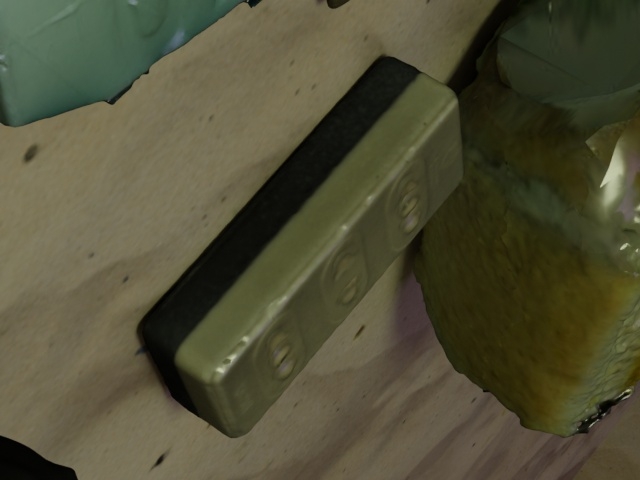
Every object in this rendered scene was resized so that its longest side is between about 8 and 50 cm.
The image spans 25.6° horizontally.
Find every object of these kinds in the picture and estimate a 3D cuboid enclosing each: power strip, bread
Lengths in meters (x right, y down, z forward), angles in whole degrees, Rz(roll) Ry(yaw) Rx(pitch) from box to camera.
[{"bbox_3d":[0.000,0.000,0.887,0.257,0.070,0.105,-50,158,-18],"label":"power strip"},{"bbox_3d":[0.221,-0.073,1.040,0.395,0.239,0.264,-51,153,-11],"label":"bread"}]

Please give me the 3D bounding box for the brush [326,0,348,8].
[{"bbox_3d":[0.018,-0.205,0.687,0.043,0.036,0.248,-42,154,-23],"label":"brush"}]

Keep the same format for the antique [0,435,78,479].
[{"bbox_3d":[-0.191,0.182,0.565,0.255,0.185,0.322,-47,175,-2],"label":"antique"}]

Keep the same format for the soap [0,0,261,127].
[{"bbox_3d":[-0.063,-0.149,0.523,0.230,0.091,0.145,-44,155,-27],"label":"soap"}]
